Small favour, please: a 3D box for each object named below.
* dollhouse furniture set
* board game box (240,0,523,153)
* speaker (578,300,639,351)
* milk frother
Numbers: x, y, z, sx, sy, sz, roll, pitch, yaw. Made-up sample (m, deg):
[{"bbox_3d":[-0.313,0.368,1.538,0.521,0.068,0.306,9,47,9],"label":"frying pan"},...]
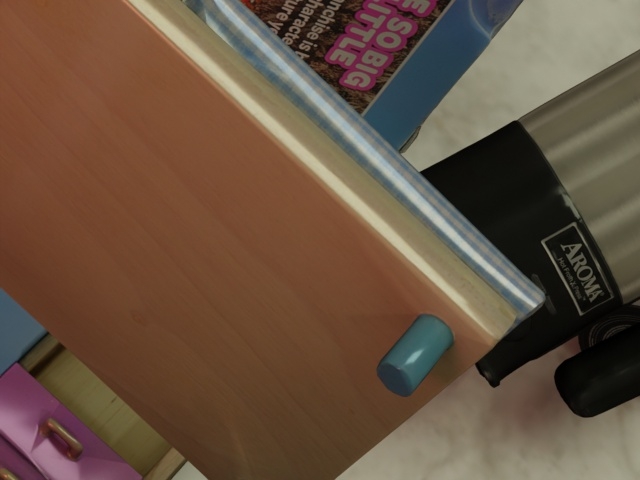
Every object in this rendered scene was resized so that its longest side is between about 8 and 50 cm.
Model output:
[{"bbox_3d":[0.000,0.000,0.516,0.286,0.303,0.198,42,52,2],"label":"dollhouse furniture set"},{"bbox_3d":[-0.043,-0.190,0.657,0.291,0.232,0.141,18,54,-17],"label":"board game box"},{"bbox_3d":[0.158,0.001,0.755,0.055,0.055,0.136,34,52,-4],"label":"speaker"},{"bbox_3d":[0.096,-0.022,0.660,0.135,0.129,0.143,-29,46,3],"label":"milk frother"}]
